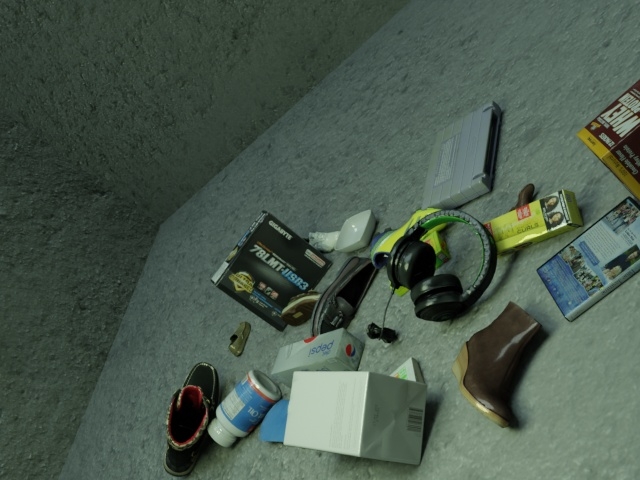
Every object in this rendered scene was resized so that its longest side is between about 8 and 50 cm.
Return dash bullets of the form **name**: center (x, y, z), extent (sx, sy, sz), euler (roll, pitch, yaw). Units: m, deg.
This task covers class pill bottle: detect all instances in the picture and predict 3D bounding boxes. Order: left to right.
- **pill bottle**: center (-0.230, 0.502, 2.113), extent (0.221, 0.124, 0.124), euler (-49, 24, 7)

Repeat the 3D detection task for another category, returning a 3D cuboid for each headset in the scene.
- **headset**: center (0.265, 0.107, 1.750), extent (0.394, 0.185, 0.243), euler (-45, 54, 13)

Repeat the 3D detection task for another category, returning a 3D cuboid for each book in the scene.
- **book**: center (0.182, 0.357, 1.706), extent (0.144, 0.035, 0.096), euler (-46, 23, 20)

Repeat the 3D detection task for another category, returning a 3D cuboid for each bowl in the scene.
- **bowl**: center (0.121, -0.022, 2.312), extent (0.142, 0.053, 0.142), euler (-22, 38, 48)

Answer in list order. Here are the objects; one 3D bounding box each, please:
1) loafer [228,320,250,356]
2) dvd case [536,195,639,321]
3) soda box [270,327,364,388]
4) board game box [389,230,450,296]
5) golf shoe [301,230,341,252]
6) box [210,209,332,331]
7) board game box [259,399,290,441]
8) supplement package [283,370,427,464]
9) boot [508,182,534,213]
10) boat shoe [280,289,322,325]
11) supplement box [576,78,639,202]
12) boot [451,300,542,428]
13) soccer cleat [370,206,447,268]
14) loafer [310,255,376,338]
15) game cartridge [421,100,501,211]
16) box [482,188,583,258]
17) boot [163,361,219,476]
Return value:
- **loafer**: center (-0.290, 0.341, 2.531), extent (0.056, 0.050, 0.148), euler (-35, 29, 32)
- **dvd case**: center (0.577, 0.035, 1.468), extent (0.253, 0.022, 0.180), euler (-43, 24, 19)
- **soda box**: center (-0.012, 0.334, 2.000), extent (0.286, 0.091, 0.098), euler (-25, 35, 45)
- **board game box**: center (0.267, 0.063, 1.948), extent (0.181, 0.043, 0.092), euler (-41, 26, 23)
- **golf shoe**: center (0.000, 0.000, 2.456), extent (0.176, 0.086, 0.069), euler (-28, 32, 40)
- **box**: center (-0.158, 0.101, 2.335), extent (0.293, 0.295, 0.073), euler (-52, 24, -4)
- **board game box**: center (-0.097, 0.509, 1.983), extent (0.168, 0.033, 0.133), euler (-15, 38, 46)
- **supplement package**: center (0.074, 0.395, 1.612), extent (0.293, 0.175, 0.178), euler (-13, 64, 54)
- **boot**: center (0.516, -0.083, 1.722), extent (0.106, 0.037, 0.114), euler (-60, 23, 3)
- **boat shoe**: center (-0.033, 0.192, 2.237), extent (0.257, 0.095, 0.095), euler (-22, 33, 49)
- **supplement box**: center (0.667, -0.199, 1.428), extent (0.194, 0.191, 0.129), euler (-44, 25, 19)
- **boot**: center (0.373, 0.243, 1.450), extent (0.207, 0.090, 0.248), euler (-50, 20, 10)
- **soccer cleat**: center (0.254, -0.001, 2.017), extent (0.289, 0.093, 0.121), euler (-29, 43, 43)
- **loafer**: center (0.070, 0.169, 2.079), extent (0.095, 0.109, 0.303), euler (-8, 45, 52)
- **game cartridge**: center (0.414, -0.235, 2.092), extent (0.230, 0.068, 0.355), euler (-32, 31, 45)
- **box**: center (0.484, -0.035, 1.650), extent (0.232, 0.058, 0.087), euler (-26, 65, 44)
- **boot**: center (-0.398, 0.520, 2.223), extent (0.284, 0.138, 0.378), euler (109, 178, -57)
